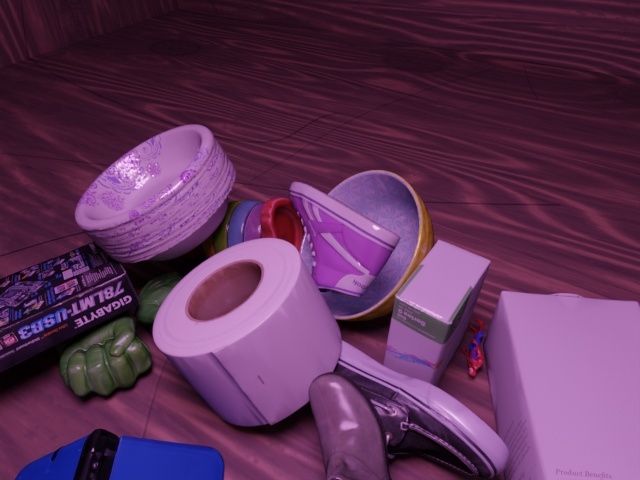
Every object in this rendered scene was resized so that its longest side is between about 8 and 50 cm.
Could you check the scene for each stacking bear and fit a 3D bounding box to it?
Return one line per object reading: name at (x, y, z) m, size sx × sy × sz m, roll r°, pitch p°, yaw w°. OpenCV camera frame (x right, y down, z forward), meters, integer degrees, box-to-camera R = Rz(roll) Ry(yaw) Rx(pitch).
stacking bear at (-0.194, -0.009, 0.959) m, size 0.288 × 0.176 × 0.164 m, roll 3°, pitch 13°, yaw 21°

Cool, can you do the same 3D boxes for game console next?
game console at (-0.277, 0.413, 0.560) m, size 0.250 × 0.173 × 0.293 m, roll -28°, pitch 37°, yaw 17°

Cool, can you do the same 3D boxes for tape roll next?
tape roll at (-0.109, 0.135, 0.712) m, size 0.246 × 0.169 × 0.246 m, roll -19°, pitch 31°, yaw 12°

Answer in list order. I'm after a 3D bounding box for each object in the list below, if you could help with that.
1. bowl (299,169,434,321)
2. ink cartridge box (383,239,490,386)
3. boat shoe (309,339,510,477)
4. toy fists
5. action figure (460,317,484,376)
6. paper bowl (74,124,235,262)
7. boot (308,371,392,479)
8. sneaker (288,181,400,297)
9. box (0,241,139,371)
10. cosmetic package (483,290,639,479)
bowl at (0.111, 0.028, 0.875) m, size 0.156 × 0.289 × 0.289 m, roll 26°, pitch 22°, yaw -40°
ink cartridge box at (0.180, 0.132, 0.730) m, size 0.093 × 0.212 × 0.154 m, roll 24°, pitch 47°, yaw 27°
boat shoe at (0.097, 0.264, 0.673) m, size 0.335 × 0.121 × 0.119 m, roll 19°, pitch 51°, yaw 38°
toy fists at (-0.319, 0.158, 0.808) m, size 0.142 × 0.096 × 0.279 m, roll 32°, pitch 49°, yaw 32°
action figure at (0.269, 0.190, 0.797) m, size 0.030 × 0.038 × 0.115 m, roll 26°, pitch 42°, yaw -3°
paper bowl at (-0.289, -0.076, 0.849) m, size 0.284 × 0.148 × 0.284 m, roll -19°, pitch 39°, yaw 16°
boot at (0.026, 0.282, 0.543) m, size 0.083 × 0.161 × 0.247 m, roll -31°, pitch 69°, yaw 20°
sneaker at (-0.001, 0.000, 0.814) m, size 0.102 × 0.161 × 0.282 m, roll 21°, pitch 12°, yaw -39°
box at (-0.505, 0.110, 0.816) m, size 0.293 × 0.073 × 0.295 m, roll -28°, pitch 26°, yaw -25°
cosmetic package at (0.368, 0.260, 0.624) m, size 0.217 × 0.156 × 0.385 m, roll 5°, pitch 40°, yaw 8°
